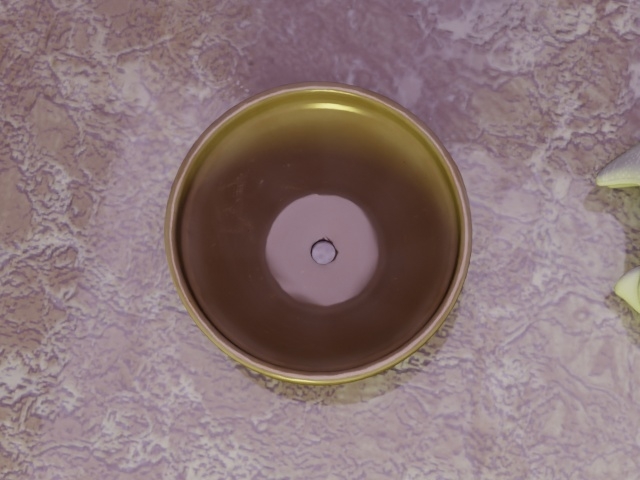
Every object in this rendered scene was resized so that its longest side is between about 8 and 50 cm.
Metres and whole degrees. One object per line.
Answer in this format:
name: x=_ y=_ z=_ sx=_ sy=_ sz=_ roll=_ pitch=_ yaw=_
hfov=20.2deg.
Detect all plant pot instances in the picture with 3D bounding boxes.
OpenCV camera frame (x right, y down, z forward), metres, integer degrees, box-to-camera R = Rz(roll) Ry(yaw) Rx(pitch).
plant pot: x=0.000 y=0.000 z=1.425 sx=0.237 sy=0.110 sz=0.237 roll=0 pitch=81 yaw=2

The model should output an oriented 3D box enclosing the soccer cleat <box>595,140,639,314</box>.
soccer cleat: x=0.317 y=0.066 z=1.409 sx=0.143 sy=0.116 sz=0.331 roll=-20 pitch=77 yaw=15
